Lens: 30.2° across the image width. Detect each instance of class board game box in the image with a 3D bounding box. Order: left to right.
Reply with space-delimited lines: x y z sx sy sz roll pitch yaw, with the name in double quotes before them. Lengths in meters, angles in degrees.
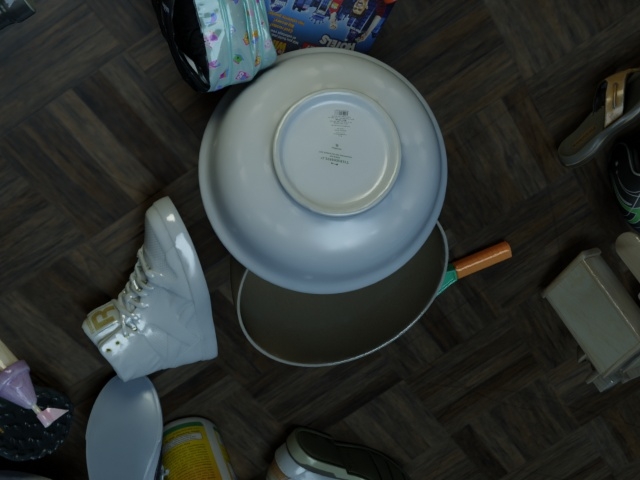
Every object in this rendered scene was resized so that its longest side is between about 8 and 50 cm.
"board game box" -0.023 -0.276 1.416 0.194 0.060 0.194 13 122 -32

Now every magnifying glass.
"magnifying glass" 0.183 0.057 1.811 0.231 0.026 0.092 -24 133 -5

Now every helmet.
"helmet" 0.516 -0.079 1.751 0.170 0.161 0.169 -13 131 -15

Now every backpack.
"backpack" -0.122 -0.255 1.306 0.115 0.152 0.182 -20 114 -12

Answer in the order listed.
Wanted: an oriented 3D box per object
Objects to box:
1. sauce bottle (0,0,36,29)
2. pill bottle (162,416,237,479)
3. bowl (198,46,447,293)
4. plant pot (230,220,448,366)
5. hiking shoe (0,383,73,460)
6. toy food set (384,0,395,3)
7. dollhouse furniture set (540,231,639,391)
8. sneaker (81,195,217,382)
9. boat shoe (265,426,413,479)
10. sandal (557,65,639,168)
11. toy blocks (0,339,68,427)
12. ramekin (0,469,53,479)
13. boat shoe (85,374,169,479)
"sauce bottle" -0.467 -0.188 1.255 0.344 0.111 0.111 -30 133 3
"pill bottle" -0.182 0.377 1.787 0.118 0.208 0.117 -13 132 -15
"bowl" 0.012 -0.089 1.340 0.298 0.134 0.297 1 85 -7
"plant pot" 0.000 0.000 1.567 0.284 0.191 0.284 -13 131 -15
"hiking shoe" -0.472 0.231 1.616 0.304 0.132 0.113 10 100 -54
"toy food set" 0.150 -0.371 1.348 0.232 0.111 0.104 -38 118 -15
"dollhouse furniture set" 0.557 0.079 1.942 0.356 0.173 0.303 -13 152 -41
"sneaker" -0.239 0.081 1.585 0.169 0.108 0.292 -18 134 -14
"boat shoe" 0.043 0.409 1.991 0.302 0.113 0.103 30 113 -27
"sandal" 0.409 -0.195 1.677 0.060 0.090 0.219 37 115 -18
"toy blocks" -0.467 0.154 1.327 0.289 0.260 0.309 -31 164 -41
"ramekin" -0.457 0.444 1.731 0.273 0.127 0.272 0 138 0
"boat shoe" -0.275 0.345 1.733 0.113 0.306 0.105 -4 174 2
